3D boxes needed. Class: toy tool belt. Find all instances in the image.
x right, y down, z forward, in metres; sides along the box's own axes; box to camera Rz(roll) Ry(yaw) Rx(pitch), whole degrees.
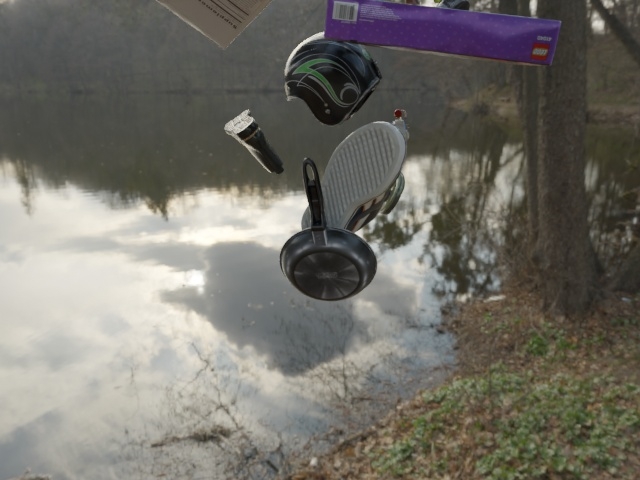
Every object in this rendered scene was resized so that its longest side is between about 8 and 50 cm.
[{"bbox_3d":[0.194,-0.280,1.348,0.052,0.083,0.051,-6,9,7],"label":"toy tool belt"}]

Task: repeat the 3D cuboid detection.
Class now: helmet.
[{"bbox_3d":[0.015,-0.310,1.030,0.161,0.169,0.169,42,19,-2],"label":"helmet"}]

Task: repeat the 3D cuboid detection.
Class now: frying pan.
[{"bbox_3d":[0.028,0.008,1.036,0.197,0.326,0.053,13,42,-4],"label":"frying pan"}]

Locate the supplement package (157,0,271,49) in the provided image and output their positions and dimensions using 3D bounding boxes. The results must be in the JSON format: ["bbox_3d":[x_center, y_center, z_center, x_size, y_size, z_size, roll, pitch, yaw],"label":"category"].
[{"bbox_3d":[-0.151,-0.505,0.954,0.175,0.178,0.293,31,-20,-26],"label":"supplement package"}]

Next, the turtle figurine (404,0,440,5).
[{"bbox_3d":[0.196,-0.617,1.211,0.269,0.217,0.087,-31,52,7],"label":"turtle figurine"}]

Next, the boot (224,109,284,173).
[{"bbox_3d":[-0.157,-0.232,1.307,0.076,0.137,0.198,-37,27,5],"label":"boot"}]

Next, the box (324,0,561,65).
[{"bbox_3d":[0.167,-0.295,0.775,0.293,0.057,0.201,10,21,9],"label":"box"}]

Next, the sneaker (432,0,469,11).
[{"bbox_3d":[0.302,-0.598,1.442,0.101,0.153,0.268,44,26,20],"label":"sneaker"}]

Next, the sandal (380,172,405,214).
[{"bbox_3d":[0.132,-0.175,1.433,0.086,0.120,0.303,10,36,-28],"label":"sandal"}]

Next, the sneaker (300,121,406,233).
[{"bbox_3d":[0.078,-0.116,1.068,0.127,0.321,0.126,-25,73,-43],"label":"sneaker"}]
